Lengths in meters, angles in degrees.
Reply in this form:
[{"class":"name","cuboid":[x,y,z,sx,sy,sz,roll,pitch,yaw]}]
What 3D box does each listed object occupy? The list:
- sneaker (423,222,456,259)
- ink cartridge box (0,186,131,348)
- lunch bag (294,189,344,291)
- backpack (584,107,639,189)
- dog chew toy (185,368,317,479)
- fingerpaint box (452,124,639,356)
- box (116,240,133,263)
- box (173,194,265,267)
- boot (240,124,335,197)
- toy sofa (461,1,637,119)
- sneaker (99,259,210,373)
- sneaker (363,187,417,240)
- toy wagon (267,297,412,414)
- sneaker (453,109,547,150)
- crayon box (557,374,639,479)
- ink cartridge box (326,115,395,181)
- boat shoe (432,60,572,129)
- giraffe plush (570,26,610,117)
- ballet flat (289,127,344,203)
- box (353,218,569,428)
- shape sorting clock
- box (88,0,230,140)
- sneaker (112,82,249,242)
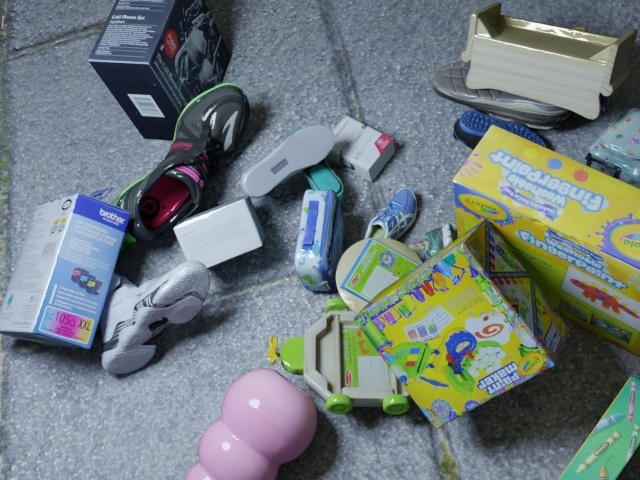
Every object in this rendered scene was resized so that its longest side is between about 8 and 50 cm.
[{"class":"sneaker","cuboid":[0.276,0.042,1.845,0.076,0.065,0.167,-12,56,25]},{"class":"ink cartridge box","cuboid":[-0.603,0.046,1.886,0.270,0.151,0.396,-6,67,50]},{"class":"lunch bag","cuboid":[0.000,0.000,1.854,0.090,0.176,0.219,0,62,13]},{"class":"backpack","cuboid":[0.725,-0.195,1.815,0.166,0.144,0.188,-41,64,-16]},{"class":"dog chew toy","cuboid":[-0.156,0.433,1.653,0.206,0.206,0.332,33,82,26]},{"class":"fingerpaint box","cuboid":[0.507,0.005,1.625,0.444,0.371,0.163,29,72,25]},{"class":"box","cuboid":[-0.563,-0.017,2.068,0.179,0.043,0.105,26,71,22]},{"class":"box","cuboid":[-0.236,-0.020,1.899,0.181,0.181,0.119,-22,97,1]},{"class":"boot","cuboid":[-0.090,-0.199,1.945,0.258,0.123,0.095,-33,105,-7]},{"class":"toy sofa","cuboid":[0.520,-0.420,1.836,0.362,0.177,0.150,21,37,28]},{"class":"sneaker","cuboid":[-0.406,0.126,1.842,0.366,0.137,0.210,-46,52,24]},{"class":"sneaker","cuboid":[0.167,-0.041,1.892,0.080,0.081,0.211,22,70,23]},{"class":"toy wagon","cuboid":[0.057,0.249,1.724,0.344,0.068,0.267,0,49,0]},{"class":"sneaker","cuboid":[0.435,-0.242,1.946,0.232,0.090,0.081,25,70,0]},{"class":"crayon box","cuboid":[0.546,0.408,1.519,0.081,0.165,0.278,34,74,26]},{"class":"ink cartridge box","cuboid":[0.097,-0.233,2.020,0.150,0.063,0.109,31,72,26]},{"class":"boat shoe","cuboid":[0.439,-0.339,1.952,0.355,0.130,0.132,20,59,27]},{"class":"giraffe plush","cuboid":[0.624,-0.396,1.953,0.210,0.181,0.171,12,73,-19]},{"class":"ballet flat","cuboid":[-0.012,-0.174,2.001,0.083,0.087,0.247,-24,57,-8]},{"class":"box","cuboid":[0.277,0.166,1.572,0.290,0.177,0.279,-37,89,31]},{"class":"shape sorting clock","cuboid":[0.136,0.086,1.781,0.206,0.040,0.206,3,64,-7]},{"class":"box","cuboid":[-0.411,-0.486,2.109,0.178,0.343,0.313,6,65,18]},{"class":"sneaker","cuboid":[-0.320,-0.178,1.994,0.483,0.185,0.202,-56,34,-7]}]
